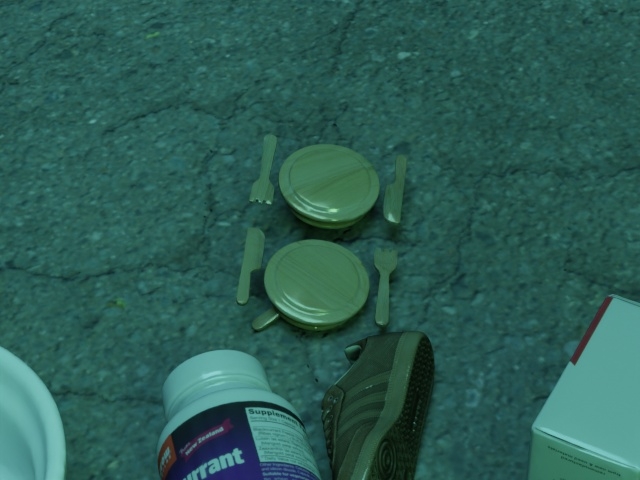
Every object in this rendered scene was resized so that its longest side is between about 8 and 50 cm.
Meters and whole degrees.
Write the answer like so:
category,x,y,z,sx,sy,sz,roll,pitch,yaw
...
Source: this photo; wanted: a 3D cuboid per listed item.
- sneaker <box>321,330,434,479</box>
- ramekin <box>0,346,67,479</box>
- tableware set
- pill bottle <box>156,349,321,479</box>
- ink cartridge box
category,x,y,z,sx,sy,sz,roll,pitch,yaw
sneaker,0.031,0.143,1.087,0.071,0.066,0.188,-5,36,26
ramekin,-0.296,0.201,1.000,0.277,0.135,0.277,-4,45,4
tableware set,0.000,0.000,1.244,0.128,0.039,0.194,9,51,-1
pill bottle,-0.054,0.170,1.022,0.108,0.108,0.193,-14,44,-7
ink cartridge box,0.189,0.144,0.974,0.072,0.175,0.127,20,50,21
